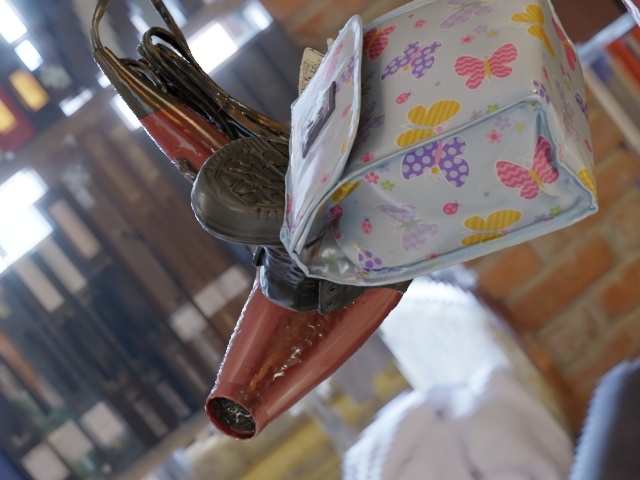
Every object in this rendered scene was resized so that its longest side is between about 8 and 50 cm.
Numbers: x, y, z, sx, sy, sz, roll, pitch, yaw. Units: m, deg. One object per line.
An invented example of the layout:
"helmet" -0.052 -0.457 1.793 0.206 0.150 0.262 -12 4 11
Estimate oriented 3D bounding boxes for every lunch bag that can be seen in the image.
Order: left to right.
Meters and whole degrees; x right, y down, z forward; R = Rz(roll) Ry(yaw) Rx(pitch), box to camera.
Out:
"lunch bag" 0.027 -0.030 0.498 0.083 0.053 0.071 -21 35 20

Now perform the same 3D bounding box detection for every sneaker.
"sneaker" -0.002 -0.002 0.746 0.170 0.051 0.089 -22 -36 -53

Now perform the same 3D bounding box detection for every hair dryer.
"hair dryer" -0.045 -0.014 1.139 0.223 0.293 0.080 8 -28 -27

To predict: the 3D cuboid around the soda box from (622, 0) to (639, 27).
"soda box" 0.143 -0.127 0.635 0.083 0.092 0.263 6 -7 21
